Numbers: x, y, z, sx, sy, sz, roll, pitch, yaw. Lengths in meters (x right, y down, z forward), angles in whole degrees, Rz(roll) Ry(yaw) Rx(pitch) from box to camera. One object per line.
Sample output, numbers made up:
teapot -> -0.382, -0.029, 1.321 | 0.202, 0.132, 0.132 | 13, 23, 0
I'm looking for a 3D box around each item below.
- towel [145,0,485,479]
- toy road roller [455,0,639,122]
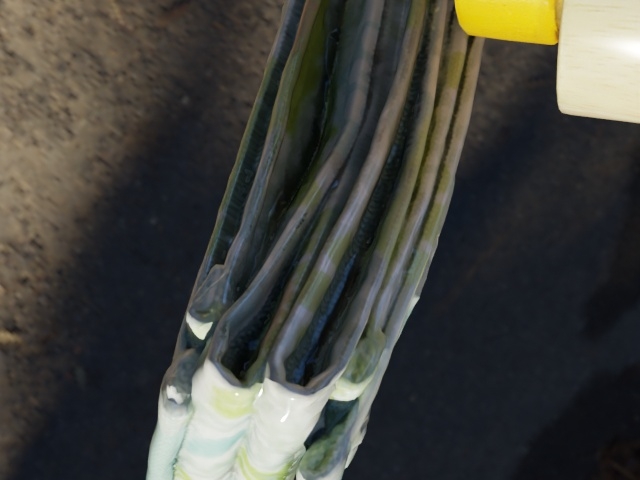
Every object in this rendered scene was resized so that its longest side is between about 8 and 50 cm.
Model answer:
towel -> 0.000, 0.000, 0.763 | 0.374, 0.090, 0.320 | 109, -2, -66
toy road roller -> 0.182, -0.191, 0.624 | 0.240, 0.202, 0.329 | 31, 68, -77
